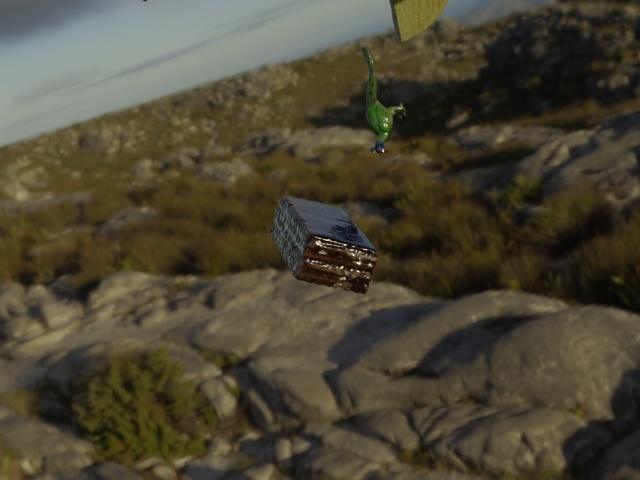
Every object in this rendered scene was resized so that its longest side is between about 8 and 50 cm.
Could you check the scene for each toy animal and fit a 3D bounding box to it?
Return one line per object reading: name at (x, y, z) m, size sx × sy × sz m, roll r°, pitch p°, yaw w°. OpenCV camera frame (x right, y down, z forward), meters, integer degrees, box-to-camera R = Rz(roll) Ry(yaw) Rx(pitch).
toy animal at (0.119, -0.260, 1.883) m, size 0.075 × 0.216 × 0.041 m, roll 1°, pitch -17°, yaw -19°

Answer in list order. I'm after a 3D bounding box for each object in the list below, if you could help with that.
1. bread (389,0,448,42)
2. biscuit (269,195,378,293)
bread at (0.161, -0.418, 1.654) m, size 0.112 × 0.193 × 0.036 m, roll -25°, pitch 55°, yaw -2°
biscuit at (0.000, 0.000, 1.462) m, size 0.106 × 0.070 × 0.252 m, roll 13°, pitch 13°, yaw -16°
